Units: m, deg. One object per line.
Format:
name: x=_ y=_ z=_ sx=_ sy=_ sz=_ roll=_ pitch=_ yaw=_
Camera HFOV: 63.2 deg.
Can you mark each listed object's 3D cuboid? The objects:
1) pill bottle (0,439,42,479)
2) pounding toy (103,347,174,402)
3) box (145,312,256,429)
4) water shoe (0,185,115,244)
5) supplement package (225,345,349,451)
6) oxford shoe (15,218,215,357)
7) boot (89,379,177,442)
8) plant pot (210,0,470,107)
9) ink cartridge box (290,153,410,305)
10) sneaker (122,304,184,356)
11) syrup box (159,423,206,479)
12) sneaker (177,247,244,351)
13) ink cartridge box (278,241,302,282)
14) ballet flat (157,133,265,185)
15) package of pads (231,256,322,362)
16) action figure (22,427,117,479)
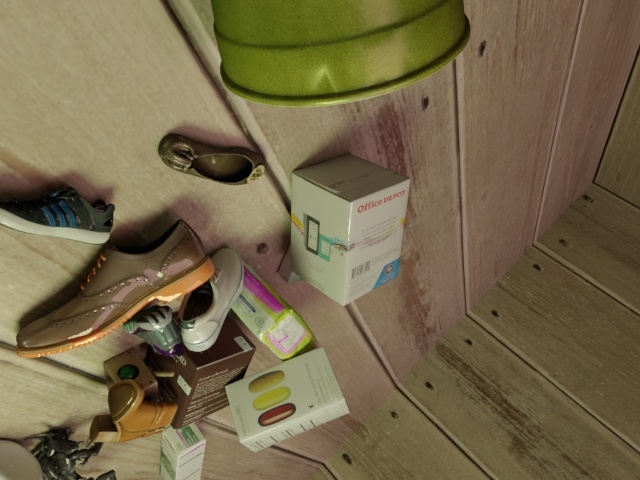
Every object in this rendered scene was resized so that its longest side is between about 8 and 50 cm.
pill bottle: x=-0.678 y=0.521 z=1.006 sx=0.245 sy=0.130 sz=0.130 roll=-46 pitch=150 yaw=-4
pounding toy: x=-0.393 y=0.309 z=1.133 sx=0.100 sy=0.130 sz=0.141 roll=-25 pitch=142 yaw=-36
box: x=-0.287 y=0.287 z=1.207 sx=0.167 sy=0.168 sz=0.203 roll=-11 pitch=132 yaw=-48
water shoe: x=-0.408 y=-0.048 z=0.790 sx=0.203 sy=0.073 sz=0.080 roll=18 pitch=88 yaw=-62
supplement package: x=-0.074 y=0.368 z=1.202 sx=0.244 sy=0.139 sz=0.134 roll=-22 pitch=148 yaw=-4
oxford shoe: x=-0.382 y=0.081 z=0.940 sx=0.364 sy=0.130 sz=0.132 roll=-29 pitch=112 yaw=-19
boot: x=-0.355 y=0.339 z=1.048 sx=0.152 sy=0.073 sz=0.197 roll=13 pitch=133 yaw=-42
plant pot: x=-0.002 y=-0.415 z=0.652 sx=0.366 sy=0.366 sz=0.353 roll=-35 pitch=136 yaw=-22
ink cartridge box: x=0.064 y=-0.034 z=1.225 sx=0.198 sy=0.197 sz=0.270 roll=-23 pitch=129 yaw=-37
sneaker: x=-0.322 y=0.184 z=1.012 sx=0.083 sy=0.098 sz=0.224 roll=-29 pitch=-173 yaw=-25
syrup box: x=-0.405 y=0.634 z=1.522 sx=0.096 sy=0.093 sz=0.236 roll=-20 pitch=139 yaw=-39
sneaker: x=-0.216 y=0.097 z=1.056 sx=0.258 sy=0.094 sz=0.091 roll=-81 pitch=171 yaw=-46
ink cartridge box: x=0.000 y=0.000 z=1.372 sx=0.181 sy=0.056 sz=0.224 roll=-8 pitch=133 yaw=-49
ballet flat: x=-0.186 y=-0.140 z=0.964 sx=0.250 sy=0.058 sz=0.084 roll=9 pitch=118 yaw=-55
package of pads: x=-0.122 y=0.180 z=1.240 sx=0.101 sy=0.229 sz=0.296 roll=-43 pitch=150 yaw=-9
action figure: x=-0.534 y=0.501 z=1.163 sx=0.164 sy=0.141 sz=0.275 roll=-25 pitch=110 yaw=9
